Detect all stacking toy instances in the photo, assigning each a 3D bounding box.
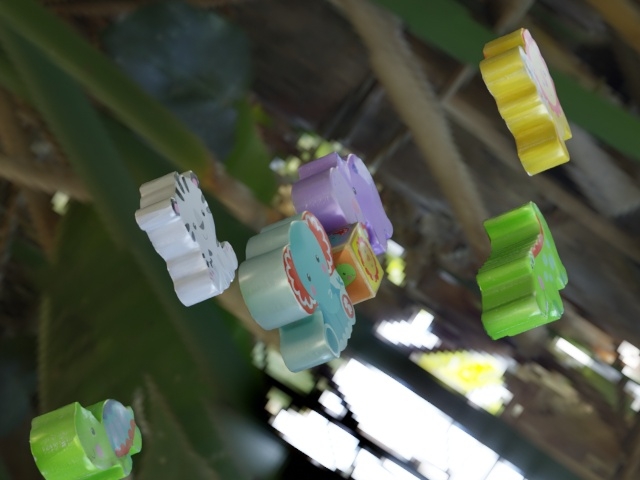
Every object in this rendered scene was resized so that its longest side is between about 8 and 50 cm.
[{"bbox_3d":[0.000,0.000,0.582,0.167,0.052,0.221,-22,-164,17],"label":"stacking toy"}]
